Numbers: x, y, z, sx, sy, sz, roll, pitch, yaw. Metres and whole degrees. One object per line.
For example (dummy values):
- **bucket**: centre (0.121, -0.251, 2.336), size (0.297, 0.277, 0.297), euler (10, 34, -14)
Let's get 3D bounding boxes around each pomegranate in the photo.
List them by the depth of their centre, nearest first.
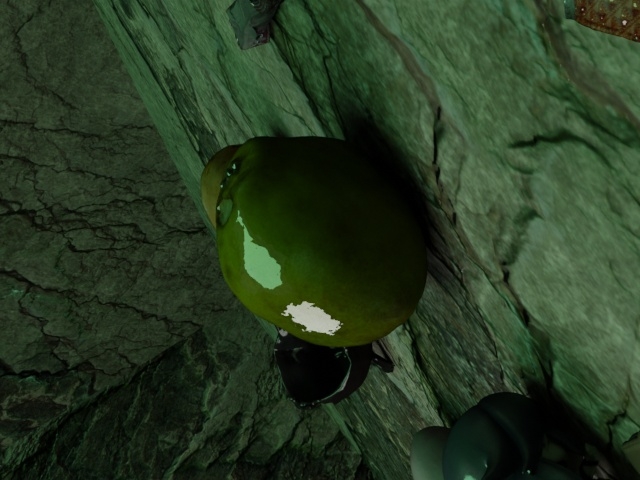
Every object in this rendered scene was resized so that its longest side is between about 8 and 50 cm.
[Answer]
- **pomegranate**: centre (-0.118, -0.079, 1.412), size (0.207, 0.207, 0.207), euler (54, 167, 19)

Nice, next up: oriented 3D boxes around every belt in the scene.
- **belt**: centre (-0.086, -0.318, 1.045), size (0.071, 0.053, 0.232), euler (52, 168, -5)

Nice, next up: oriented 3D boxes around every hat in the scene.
- **hat**: centre (0.027, 0.178, 1.639), size (0.238, 0.209, 0.335), euler (14, 119, 45)

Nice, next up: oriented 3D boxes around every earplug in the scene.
- **earplug**: centre (0.238, 0.408, 1.324), size (0.172, 0.172, 0.301), euler (63, 174, -19)

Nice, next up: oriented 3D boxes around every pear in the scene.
- **pear**: centre (0.000, 0.000, 1.031), size (0.321, 0.269, 0.269), euler (43, 173, -18)

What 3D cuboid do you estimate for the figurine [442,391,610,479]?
- **figurine**: centre (0.261, 0.295, 0.912), size (0.265, 0.197, 0.175), euler (-134, 41, -58)

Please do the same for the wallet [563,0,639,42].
- **wallet**: centre (0.161, -0.199, 0.425), size (0.103, 0.020, 0.196), euler (44, 161, 50)

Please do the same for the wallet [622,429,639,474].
- **wallet**: centre (0.334, 0.212, 0.701), size (0.118, 0.039, 0.152), euler (52, 168, 19)
